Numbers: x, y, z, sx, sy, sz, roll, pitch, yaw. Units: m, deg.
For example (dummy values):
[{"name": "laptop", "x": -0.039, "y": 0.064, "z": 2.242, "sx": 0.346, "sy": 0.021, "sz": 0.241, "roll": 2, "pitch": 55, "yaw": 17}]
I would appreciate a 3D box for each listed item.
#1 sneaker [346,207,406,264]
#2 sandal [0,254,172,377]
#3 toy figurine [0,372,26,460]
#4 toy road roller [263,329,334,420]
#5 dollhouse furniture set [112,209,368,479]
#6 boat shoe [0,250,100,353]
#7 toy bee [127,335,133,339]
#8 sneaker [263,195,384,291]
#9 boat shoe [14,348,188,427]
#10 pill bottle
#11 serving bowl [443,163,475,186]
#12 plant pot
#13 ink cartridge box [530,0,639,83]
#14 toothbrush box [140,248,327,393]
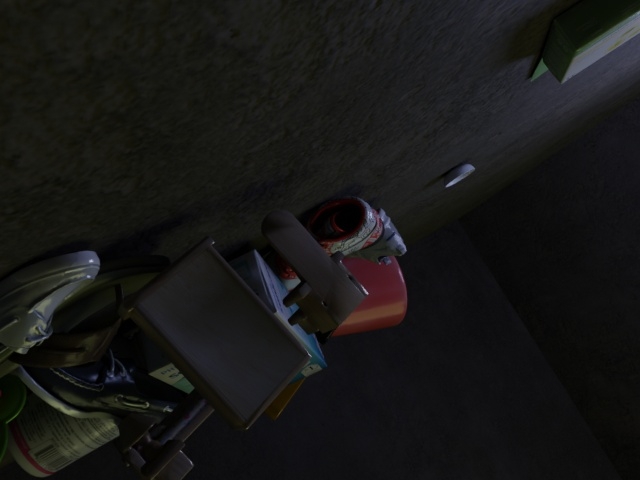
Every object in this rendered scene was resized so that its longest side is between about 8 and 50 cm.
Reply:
[{"name": "sneaker", "x": 0.109, "y": 0.018, "z": 1.201, "sx": 0.105, "sy": 0.115, "sz": 0.281, "roll": -42, "pitch": -179, "yaw": -11}, {"name": "sandal", "x": -0.287, "y": 0.113, "z": 0.574, "sx": 0.303, "sy": 0.086, "sz": 0.120, "roll": -36, "pitch": 173, "yaw": -8}, {"name": "toy figurine", "x": -0.473, "y": 0.231, "z": 0.650, "sx": 0.173, "sy": 0.130, "sz": 0.159, "roll": -50, "pitch": 168, "yaw": -19}, {"name": "toy road roller", "x": -0.100, "y": 0.236, "z": 1.214, "sx": 0.329, "sy": 0.203, "sz": 0.240, "roll": -52, "pitch": 171, "yaw": -21}, {"name": "dollhouse furniture set", "x": -0.159, "y": 0.136, "z": 0.689, "sx": 0.303, "sy": 0.174, "sz": 0.355, "roll": -43, "pitch": -177, "yaw": -31}, {"name": "boat shoe", "x": -0.278, "y": 0.074, "z": 0.477, "sx": 0.184, "sy": 0.063, "sz": 0.066, "roll": -29, "pitch": 171, "yaw": -9}, {"name": "toy bee", "x": -0.371, "y": 0.295, "z": 1.141, "sx": 0.195, "sy": 0.162, "sz": 0.298, "roll": -31, "pitch": 172, "yaw": 18}, {"name": "sneaker", "x": -0.023, "y": 0.009, "z": 0.923, "sx": 0.270, "sy": 0.090, "sz": 0.145, "roll": -26, "pitch": 162, "yaw": 9}, {"name": "boat shoe", "x": -0.305, "y": 0.205, "z": 0.768, "sx": 0.091, "sy": 0.114, "sz": 0.302, "roll": -42, "pitch": 143, "yaw": -7}, {"name": "pill bottle", "x": -0.384, "y": 0.268, "z": 0.929, "sx": 0.283, "sy": 0.160, "sz": 0.160, "roll": -28, "pitch": 171, "yaw": -12}, {"name": "serving bowl", "x": 0.338, "y": -0.165, "z": 1.307, "sx": 0.083, "sy": 0.027, "sz": 0.083, "roll": -30, "pitch": 172, "yaw": -5}, {"name": "plant pot", "x": 0.061, "y": 0.139, "z": 1.446, "sx": 0.243, "sy": 0.274, "sz": 0.275, "roll": -15, "pitch": 166, "yaw": -24}, {"name": "ink cartridge box", "x": 0.383, "y": -0.279, "z": 0.708, "sx": 0.171, "sy": 0.056, "sz": 0.235, "roll": -33, "pitch": 169, "yaw": 12}, {"name": "toothbrush box", "x": -0.139, "y": 0.172, "z": 0.914, "sx": 0.216, "sy": 0.126, "sz": 0.295, "roll": -26, "pitch": 148, "yaw": 3}]
